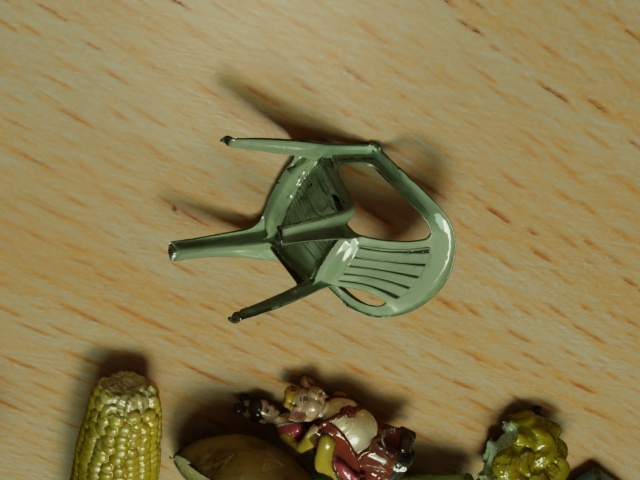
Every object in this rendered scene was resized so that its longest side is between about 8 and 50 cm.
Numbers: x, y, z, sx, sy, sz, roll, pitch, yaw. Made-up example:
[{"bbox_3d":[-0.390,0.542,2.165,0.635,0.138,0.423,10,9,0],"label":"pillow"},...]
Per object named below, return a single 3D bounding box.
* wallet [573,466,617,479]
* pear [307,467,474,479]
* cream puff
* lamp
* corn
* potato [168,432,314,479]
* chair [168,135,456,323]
[{"bbox_3d":[0.371,0.524,2.027,0.360,0.083,0.252,-40,127,20],"label":"wallet"},{"bbox_3d":[0.089,0.467,1.836,0.288,0.139,0.239,1,105,1],"label":"pear"},{"bbox_3d":[0.298,0.333,1.830,0.121,0.156,0.156,25,124,-4],"label":"cream puff"},{"bbox_3d":[0.010,0.260,1.747,0.253,0.118,0.118,32,120,-9],"label":"lamp"},{"bbox_3d":[-0.284,0.321,1.744,0.130,0.130,0.347,6,128,-12],"label":"corn"},{"bbox_3d":[-0.093,0.343,1.759,0.239,0.116,0.299,38,161,-4],"label":"potato"},{"bbox_3d":[0.000,0.000,1.486,0.275,0.190,0.203,-7,138,-41],"label":"chair"}]
